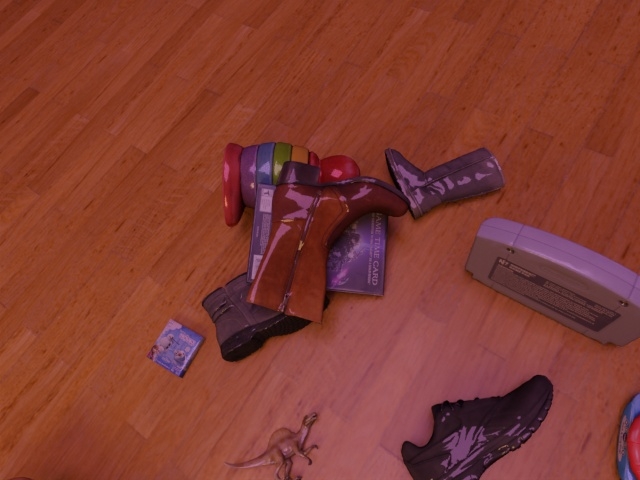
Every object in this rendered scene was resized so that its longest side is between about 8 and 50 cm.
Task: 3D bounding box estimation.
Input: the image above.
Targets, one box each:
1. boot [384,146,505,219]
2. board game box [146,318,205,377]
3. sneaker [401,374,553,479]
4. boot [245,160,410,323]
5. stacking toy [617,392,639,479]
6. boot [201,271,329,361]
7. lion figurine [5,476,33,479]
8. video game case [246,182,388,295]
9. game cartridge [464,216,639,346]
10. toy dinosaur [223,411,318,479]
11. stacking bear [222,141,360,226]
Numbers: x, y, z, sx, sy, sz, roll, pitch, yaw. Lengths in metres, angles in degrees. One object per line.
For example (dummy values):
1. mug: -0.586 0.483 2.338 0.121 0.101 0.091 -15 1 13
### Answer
1. boot: 0.264 -0.156 0.943 0.208 0.076 0.190 -26 77 6
2. board game box: -0.301 0.223 0.906 0.090 0.020 0.090 22 70 20
3. sneaker: 0.257 0.304 0.716 0.286 0.109 0.130 -36 58 -9
4. boot: 0.021 0.014 0.807 0.263 0.096 0.281 14 80 -11
5. stacking toy: 0.533 0.284 0.556 0.165 0.302 0.175 15 70 17
6. boot: -0.119 0.122 0.889 0.246 0.083 0.161 -26 57 -3
7. lion figurine: -0.479 0.501 0.668 0.240 0.142 0.392 -32 58 -15
8. video game case: 0.000 0.000 0.866 0.273 0.026 0.196 7 80 -12
9. game cartridge: 0.401 0.069 0.743 0.294 0.196 0.060 29 74 21
10. toy dinosaur: -0.071 0.386 0.778 0.183 0.053 0.093 -29 48 -11
11. stacking bear: -0.055 -0.130 0.948 0.288 0.165 0.175 1 30 0
